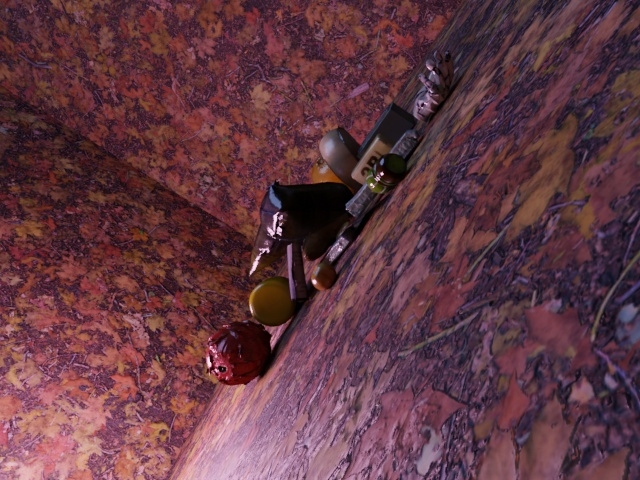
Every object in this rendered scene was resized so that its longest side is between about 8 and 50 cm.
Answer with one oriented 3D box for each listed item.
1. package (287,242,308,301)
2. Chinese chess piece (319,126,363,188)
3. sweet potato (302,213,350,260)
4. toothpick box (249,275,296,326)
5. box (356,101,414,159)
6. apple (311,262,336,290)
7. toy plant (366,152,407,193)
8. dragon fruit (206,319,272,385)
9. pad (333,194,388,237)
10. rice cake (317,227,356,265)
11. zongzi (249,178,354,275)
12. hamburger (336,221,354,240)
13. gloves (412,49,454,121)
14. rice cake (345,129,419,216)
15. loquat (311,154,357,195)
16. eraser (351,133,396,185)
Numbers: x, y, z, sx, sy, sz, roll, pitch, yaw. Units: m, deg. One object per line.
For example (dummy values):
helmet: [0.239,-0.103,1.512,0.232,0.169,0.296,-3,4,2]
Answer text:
package: [-0.080,0.123,1.828,0.251,0.062,0.203,83,-179,-82]
Chinese chess piece: [0.115,-0.338,2.075,0.112,0.270,0.270,-38,13,22]
sweet potato: [-0.002,0.001,1.801,0.114,0.092,0.341,-31,6,36]
toothpick box: [-0.172,0.226,1.973,0.174,0.175,0.271,-57,-1,4]
box: [0.259,-0.420,2.011,0.225,0.118,0.225,-55,4,23]
apple: [0.009,0.110,1.539,0.083,0.071,0.084,-57,5,8]
toy plant: [0.192,-0.194,1.510,0.092,0.093,0.162,-60,5,-25]
dragon fruit: [-0.291,0.400,1.810,0.240,0.241,0.252,-56,17,22]
pad: [0.124,-0.073,1.619,0.158,0.003,0.235,-38,0,-16]
rice cake: [0.049,0.039,1.720,0.085,0.040,0.226,-54,1,-44]
zongzi: [-0.079,-0.039,2.010,0.404,0.207,0.431,-9,-43,-36]
hamburger: [0.086,-0.027,1.767,0.083,0.044,0.076,-55,6,-1]
gloves: [0.364,-0.489,1.592,0.128,0.111,0.212,-25,-26,-51]
rice cake: [0.204,-0.218,1.626,0.336,0.063,0.066,-50,2,18]
loquat: [0.086,-0.298,2.326,0.263,0.263,0.263,-57,6,9]
eraser: [0.196,-0.258,1.699,0.172,0.117,0.058,-55,6,28]
